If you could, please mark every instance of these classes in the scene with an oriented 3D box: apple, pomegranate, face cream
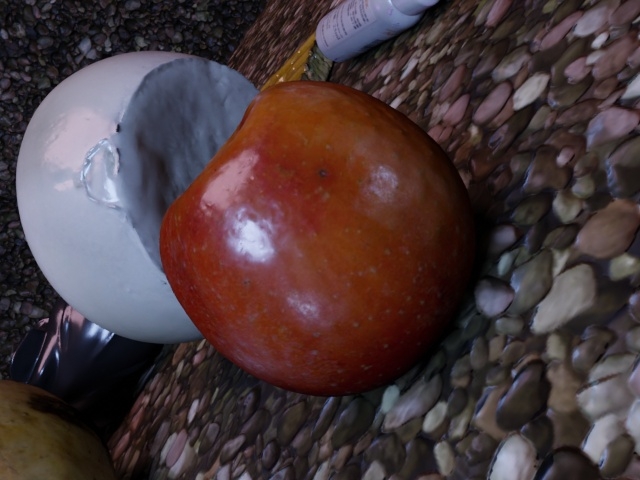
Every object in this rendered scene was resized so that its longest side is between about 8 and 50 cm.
[{"bbox_3d":[0.000,0.000,0.501,0.218,0.201,0.218,-49,13,16],"label":"apple"},{"bbox_3d":[-0.366,0.305,0.736,0.322,0.322,0.322,-46,22,25],"label":"pomegranate"},{"bbox_3d":[0.080,-0.321,0.976,0.082,0.082,0.269,-60,21,-11],"label":"face cream"}]

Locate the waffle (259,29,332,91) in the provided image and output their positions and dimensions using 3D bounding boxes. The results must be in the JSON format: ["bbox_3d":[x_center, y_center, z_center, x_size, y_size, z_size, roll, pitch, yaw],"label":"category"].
[{"bbox_3d":[-0.069,-0.236,1.219,0.221,0.055,0.247,-38,27,40],"label":"waffle"}]

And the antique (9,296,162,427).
[{"bbox_3d":[-0.363,0.157,1.096,0.322,0.185,0.255,-49,20,9],"label":"antique"}]

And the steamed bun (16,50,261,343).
[{"bbox_3d":[-0.172,-0.044,0.760,0.206,0.324,0.324,-9,46,35],"label":"steamed bun"}]
